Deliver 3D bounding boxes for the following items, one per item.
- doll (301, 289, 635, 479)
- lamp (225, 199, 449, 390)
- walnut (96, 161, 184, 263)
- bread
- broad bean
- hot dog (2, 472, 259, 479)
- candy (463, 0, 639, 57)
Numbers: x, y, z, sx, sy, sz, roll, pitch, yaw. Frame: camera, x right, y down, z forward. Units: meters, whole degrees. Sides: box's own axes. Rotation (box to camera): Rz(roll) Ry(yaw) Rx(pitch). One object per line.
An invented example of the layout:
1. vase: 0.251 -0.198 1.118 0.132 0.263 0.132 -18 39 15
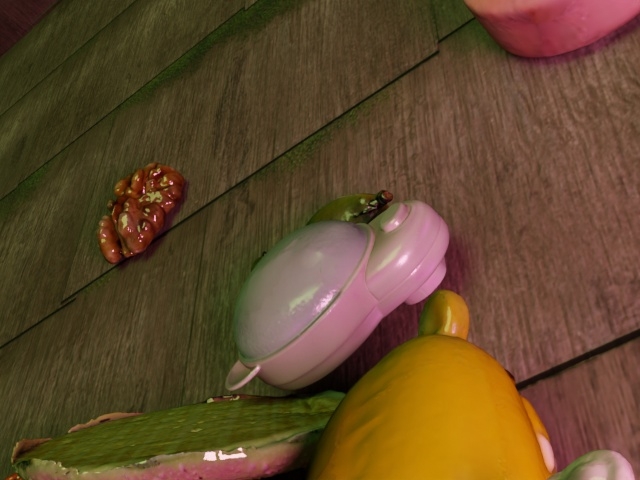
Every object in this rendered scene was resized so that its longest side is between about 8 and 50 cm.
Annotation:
1. doll: 0.053 0.240 0.504 0.348 0.161 0.423 -174 103 -81
2. lamp: 0.006 0.039 0.852 0.246 0.108 0.179 -34 22 18
3. walnut: -0.272 -0.049 1.339 0.143 0.069 0.170 -23 38 38
4. bread: -0.105 0.165 0.742 0.301 0.301 0.045 -10 85 45
5. broad bean: 0.000 0.000 0.975 0.213 0.048 0.070 -29 38 34
6. hot dog: -0.188 0.253 0.829 0.349 0.158 0.117 -9 92 46
7. candy: 0.265 -0.309 0.935 0.255 0.094 0.255 -31 36 26
